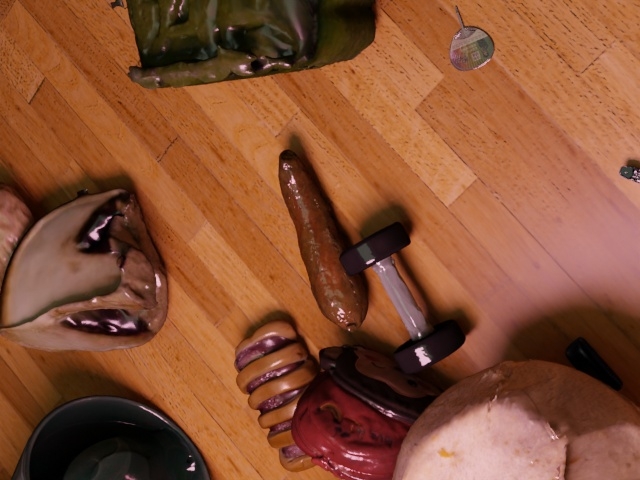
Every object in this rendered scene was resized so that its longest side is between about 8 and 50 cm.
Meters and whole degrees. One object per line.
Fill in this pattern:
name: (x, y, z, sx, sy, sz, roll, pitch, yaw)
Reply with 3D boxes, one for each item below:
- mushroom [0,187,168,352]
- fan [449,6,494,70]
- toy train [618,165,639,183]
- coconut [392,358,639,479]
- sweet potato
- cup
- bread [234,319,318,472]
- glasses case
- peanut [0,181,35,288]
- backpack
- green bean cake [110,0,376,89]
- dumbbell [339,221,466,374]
mushroom: (-0.352, 0.050, 1.568, 0.292, 0.212, 0.217, -23, 51, 36)
fan: (0.194, -0.255, 1.237, 0.060, 0.003, 0.080, 13, 109, 26)
toy train: (0.400, -0.072, 1.161, 0.083, 0.017, 0.017, 23, 111, 22)
coconut: (0.270, 0.323, 1.166, 0.346, 0.360, 0.346, -10, 70, 29)
sweet potato: (0.000, 0.000, 1.379, 0.075, 0.075, 0.273, -21, 89, 32)
cup: (-0.360, 0.512, 1.591, 0.401, 0.310, 0.392, 46, 126, 14)
bread: (-0.054, 0.239, 1.466, 0.134, 0.081, 0.225, -33, 87, 33)
glasses case: (0.350, 0.165, 1.249, 0.083, 0.023, 0.033, 50, 119, 10)
peanut: (-0.580, 0.001, 1.686, 0.233, 0.110, 0.196, -9, 99, 29)
backpack: (0.063, 0.248, 1.322, 0.229, 0.229, 0.138, 26, 119, 22)
green bean cake: (-0.113, -0.369, 1.258, 0.335, 0.218, 0.319, -4, 101, 29)
dumbbell: (0.111, 0.078, 1.318, 0.100, 0.100, 0.191, -32, 86, 32)
